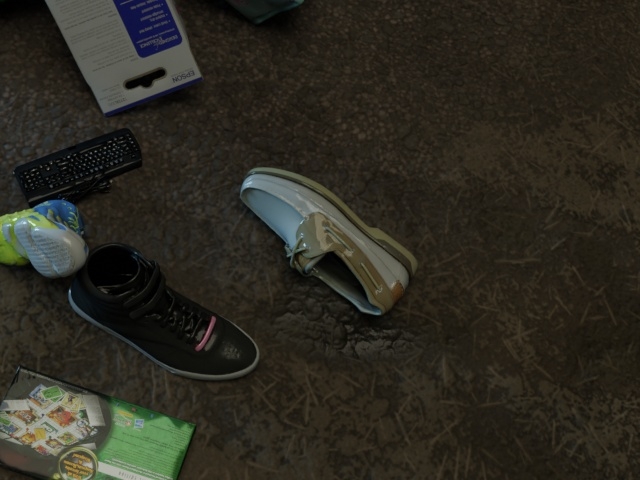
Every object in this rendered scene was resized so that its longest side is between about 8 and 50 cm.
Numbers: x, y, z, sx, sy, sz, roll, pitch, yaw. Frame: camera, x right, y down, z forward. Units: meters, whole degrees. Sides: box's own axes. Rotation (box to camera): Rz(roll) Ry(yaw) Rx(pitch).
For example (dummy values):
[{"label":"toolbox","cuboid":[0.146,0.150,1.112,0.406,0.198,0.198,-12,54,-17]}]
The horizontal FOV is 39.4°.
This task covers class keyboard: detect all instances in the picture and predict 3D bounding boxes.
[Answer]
[{"label":"keyboard","cuboid":[-0.365,-0.111,1.373,0.192,0.038,0.100,-25,74,-19]}]

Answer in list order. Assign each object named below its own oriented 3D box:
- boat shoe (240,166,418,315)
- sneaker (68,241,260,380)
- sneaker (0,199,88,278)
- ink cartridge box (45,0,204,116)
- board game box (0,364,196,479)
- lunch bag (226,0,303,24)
[{"label":"boat shoe","cuboid":[0.000,0.000,1.352,0.302,0.113,0.103,31,59,3]},{"label":"sneaker","cuboid":[-0.218,0.103,1.248,0.296,0.147,0.104,25,63,-1]},{"label":"sneaker","cuboid":[-0.371,-0.018,1.249,0.126,0.240,0.091,-37,122,-37]},{"label":"ink cartridge box","cuboid":[-0.329,-0.388,1.362,0.176,0.370,0.069,-20,26,4]},{"label":"board game box","cuboid":[-0.314,0.276,1.220,0.260,0.030,0.136,20,63,-2]},{"label":"lunch bag","cuboid":[-0.113,-0.539,1.500,0.223,0.160,0.262,32,62,-35]}]
